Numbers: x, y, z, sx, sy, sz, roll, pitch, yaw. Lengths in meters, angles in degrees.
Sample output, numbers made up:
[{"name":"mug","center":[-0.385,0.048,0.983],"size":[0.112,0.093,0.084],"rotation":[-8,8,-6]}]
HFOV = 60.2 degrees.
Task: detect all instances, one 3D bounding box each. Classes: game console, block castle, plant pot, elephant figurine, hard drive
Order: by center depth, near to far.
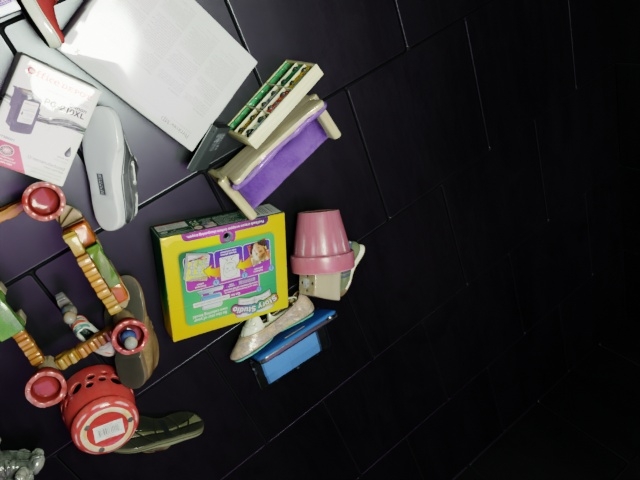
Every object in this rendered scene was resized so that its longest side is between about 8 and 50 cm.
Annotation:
[{"name":"block castle","center":[-0.619,0.117,1.251],"size":[0.302,0.212,0.454],"rotation":[-31,111,-18]},{"name":"elephant figurine","center":[-0.843,0.553,1.388],"size":[0.169,0.186,0.239],"rotation":[-30,123,34]},{"name":"hard drive","center":[-0.289,-0.241,1.433],"size":[0.022,0.094,0.135],"rotation":[35,107,3]},{"name":"plant pot","center":[-0.590,0.456,1.483],"size":[0.191,0.174,0.191],"rotation":[-11,112,-30]},{"name":"plant pot","center":[0.000,0.000,1.684],"size":[0.201,0.201,0.181],"rotation":[-10,98,-30]},{"name":"plant pot","center":[-0.008,0.133,1.745],"size":[0.096,0.109,0.109],"rotation":[1,91,-45]},{"name":"game console","center":[-0.072,0.362,1.788],"size":[0.293,0.250,0.174],"rotation":[-30,97,-20]}]

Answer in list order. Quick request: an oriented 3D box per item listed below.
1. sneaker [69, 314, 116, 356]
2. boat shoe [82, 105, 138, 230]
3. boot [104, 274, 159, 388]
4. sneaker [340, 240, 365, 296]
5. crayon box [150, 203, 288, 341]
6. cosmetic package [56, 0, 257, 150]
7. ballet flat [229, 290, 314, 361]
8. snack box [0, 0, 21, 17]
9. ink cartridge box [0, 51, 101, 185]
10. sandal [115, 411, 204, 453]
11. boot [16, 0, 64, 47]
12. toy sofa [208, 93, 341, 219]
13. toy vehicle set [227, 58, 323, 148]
[{"name":"sneaker","center":[-0.596,0.267,1.461],"size":[0.057,0.075,0.161],"rotation":[-42,126,-12]},{"name":"boat shoe","center":[-0.493,-0.177,1.337],"size":[0.102,0.108,0.302],"rotation":[-39,134,-59]},{"name":"boot","center":[-0.507,0.238,1.510],"size":[0.112,0.115,0.306],"rotation":[-1,99,12]},{"name":"sneaker","center":[0.070,0.087,1.838],"size":[0.086,0.064,0.192],"rotation":[23,95,-30]},{"name":"crayon box","center":[-0.276,0.085,1.579],"size":[0.362,0.106,0.314],"rotation":[-14,117,-28]},{"name":"cosmetic package","center":[-0.377,-0.439,1.306],"size":[0.377,0.097,0.285],"rotation":[38,84,-38]},{"name":"ballet flat","center":[-0.167,0.256,1.737],"size":[0.315,0.107,0.106],"rotation":[-31,105,-26]},{"name":"snack box","center":[-0.677,-0.450,1.101],"size":[0.141,0.100,0.037],"rotation":[-32,122,-18]},{"name":"ink cartridge box","center":[-0.616,-0.266,1.216],"size":[0.171,0.100,0.237],"rotation":[21,97,-38]},{"name":"sandal","center":[-0.493,0.585,1.638],"size":[0.302,0.120,0.086],"rotation":[6,119,-35]},{"name":"boot","center":[-0.542,-0.531,1.133],"size":[0.176,0.088,0.245],"rotation":[-28,98,-24]},{"name":"toy sofa","center":[-0.112,-0.232,1.514],"size":[0.362,0.177,0.150],"rotation":[-45,126,-11]},{"name":"toy vehicle set","center":[-0.128,-0.365,1.456],"size":[0.267,0.166,0.035],"rotation":[-50,127,-7]}]
